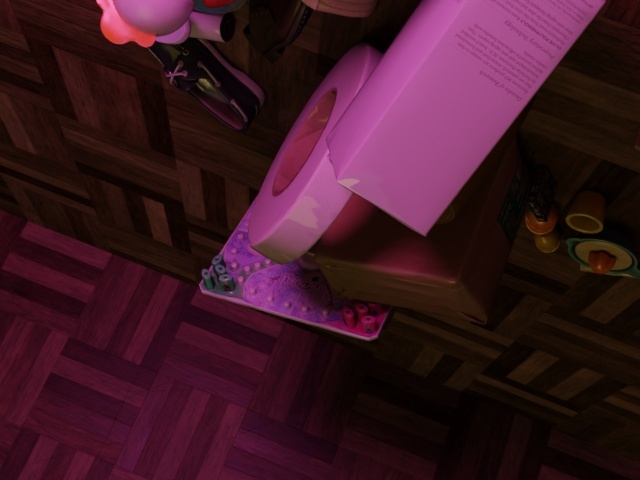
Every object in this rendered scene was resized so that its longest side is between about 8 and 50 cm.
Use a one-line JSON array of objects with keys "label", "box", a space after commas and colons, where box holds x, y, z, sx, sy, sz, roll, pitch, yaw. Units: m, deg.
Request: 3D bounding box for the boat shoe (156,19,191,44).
[{"label": "boat shoe", "box": [-0.295, -0.402, 1.529, 0.228, 0.080, 0.076, 31, -165, 28]}]

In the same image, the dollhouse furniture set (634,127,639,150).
[{"label": "dollhouse furniture set", "box": [0.549, -0.066, 1.397, 0.161, 0.182, 0.101, 26, 158, -10]}]

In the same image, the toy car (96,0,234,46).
[{"label": "toy car", "box": [-0.229, -0.378, 1.221, 0.210, 0.238, 0.219, 45, 161, -8]}]

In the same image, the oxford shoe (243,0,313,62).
[{"label": "oxford shoe", "box": [-0.073, -0.369, 1.439, 0.096, 0.082, 0.227, 34, 155, -15]}]

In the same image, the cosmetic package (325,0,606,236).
[{"label": "cosmetic package", "box": [0.170, -0.214, 1.144, 0.155, 0.365, 0.197, 29, -159, -16]}]

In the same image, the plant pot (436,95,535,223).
[{"label": "plant pot", "box": [0.201, -0.162, 1.420, 0.237, 0.254, 0.237, 18, 158, 8]}]

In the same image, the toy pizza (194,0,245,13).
[{"label": "toy pizza", "box": [-0.210, -0.451, 1.446, 0.201, 0.032, 0.201, 19, 159, 8]}]

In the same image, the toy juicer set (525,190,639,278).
[{"label": "toy juicer set", "box": [0.533, 0.026, 1.749, 0.329, 0.089, 0.209, 38, 154, -33]}]

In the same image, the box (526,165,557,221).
[{"label": "box", "box": [0.410, -0.086, 1.617, 0.018, 0.083, 0.067, 3, 151, 37]}]

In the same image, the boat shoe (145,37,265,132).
[{"label": "boat shoe", "box": [-0.239, -0.322, 1.688, 0.302, 0.091, 0.114, 33, 156, -24]}]

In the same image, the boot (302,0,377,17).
[{"label": "boot", "box": [-0.012, -0.424, 1.197, 0.262, 0.095, 0.203, 20, 146, -10]}]

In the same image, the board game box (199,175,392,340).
[{"label": "board game box", "box": [0.000, 0.000, 1.825, 0.390, 0.390, 0.050, 14, 140, 19]}]

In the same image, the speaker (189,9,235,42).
[{"label": "speaker", "box": [-0.222, -0.390, 1.568, 0.136, 0.055, 0.055, 13, 156, 22]}]

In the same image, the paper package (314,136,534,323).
[{"label": "paper package", "box": [0.195, -0.041, 1.605, 0.310, 0.324, 0.168, 9, 154, 32]}]

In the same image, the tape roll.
[{"label": "tape roll", "box": [0.001, -0.147, 1.464, 0.072, 0.392, 0.392, 30, 157, -15]}]
